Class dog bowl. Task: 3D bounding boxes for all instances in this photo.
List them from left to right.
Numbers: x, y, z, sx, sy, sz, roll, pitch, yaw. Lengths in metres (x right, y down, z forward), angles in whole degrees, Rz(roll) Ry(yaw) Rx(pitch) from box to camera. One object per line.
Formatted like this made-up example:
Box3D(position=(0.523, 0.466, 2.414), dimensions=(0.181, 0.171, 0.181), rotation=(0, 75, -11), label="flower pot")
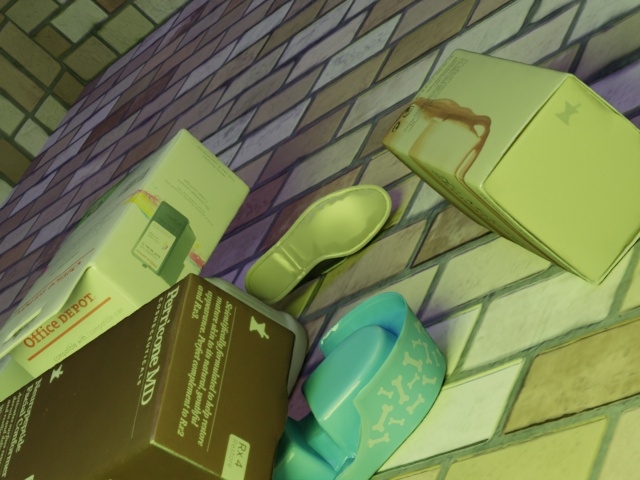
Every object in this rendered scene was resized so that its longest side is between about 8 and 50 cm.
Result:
Box3D(position=(0.002, 0.183, 1.500), dimensions=(0.297, 0.074, 0.166), rotation=(-48, 18, 3), label="dog bowl")

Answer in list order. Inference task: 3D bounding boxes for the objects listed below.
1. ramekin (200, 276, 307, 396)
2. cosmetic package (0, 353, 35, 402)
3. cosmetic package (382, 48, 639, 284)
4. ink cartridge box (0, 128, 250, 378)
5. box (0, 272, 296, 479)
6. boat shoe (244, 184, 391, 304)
Box3D(position=(-0.150, 0.162, 1.812), dimensions=(0.273, 0.127, 0.273), rotation=(-43, 19, 19), label="ramekin")
Box3D(position=(-0.348, 0.248, 1.968), dimensions=(0.156, 0.217, 0.385), rotation=(-22, 30, 57), label="cosmetic package")
Box3D(position=(0.185, -0.076, 1.476), dimensions=(0.129, 0.153, 0.296), rotation=(-51, 16, -1), label="cosmetic package")
Box3D(position=(-0.238, 0.048, 1.843), dimensions=(0.207, 0.119, 0.353), rotation=(-35, 17, 38), label="ink cartridge box")
Box3D(position=(-0.200, 0.207, 1.538), dimensions=(0.381, 0.143, 0.191), rotation=(-32, 36, 39), label="box")
Box3D(position=(0.000, 0.000, 1.883), dimensions=(0.206, 0.075, 0.065), rotation=(-38, -4, 15), label="boat shoe")
